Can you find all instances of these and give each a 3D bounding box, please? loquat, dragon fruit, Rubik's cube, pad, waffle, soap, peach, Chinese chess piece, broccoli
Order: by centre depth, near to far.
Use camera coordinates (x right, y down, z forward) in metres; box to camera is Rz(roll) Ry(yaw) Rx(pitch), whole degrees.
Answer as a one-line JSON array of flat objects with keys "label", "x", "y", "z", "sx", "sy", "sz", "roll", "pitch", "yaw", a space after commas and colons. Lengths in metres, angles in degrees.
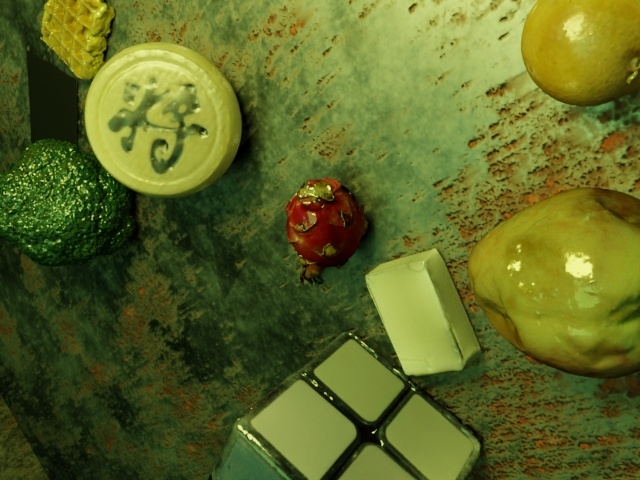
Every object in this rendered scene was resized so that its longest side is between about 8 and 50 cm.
[{"label": "loquat", "x": 0.282, "y": -0.208, "z": 0.552, "sx": 0.141, "sy": 0.141, "sz": 0.141, "roll": 15, "pitch": 118, "yaw": 31}, {"label": "peach", "x": 0.287, "y": 0.039, "z": 0.626, "sx": 0.235, "sy": 0.214, "sz": 0.215, "roll": 23, "pitch": 123, "yaw": 48}, {"label": "soap", "x": 0.158, "y": 0.116, "z": 0.831, "sx": 0.121, "sy": 0.063, "sz": 0.183, "roll": -19, "pitch": 97, "yaw": 41}, {"label": "dragon fruit", "x": 0.000, "y": 0.000, "z": 0.873, "sx": 0.125, "sy": 0.125, "sz": 0.246, "roll": 27, "pitch": 139, "yaw": 10}, {"label": "Rubik's cube", "x": 0.024, "y": 0.404, "z": 0.891, "sx": 0.316, "sy": 0.313, "sz": 0.319, "roll": 37, "pitch": 126, "yaw": 19}, {"label": "Chinese chess piece", "x": -0.262, "y": -0.200, "z": 0.907, "sx": 0.257, "sy": 0.104, "sz": 0.258, "roll": 0, "pitch": 104, "yaw": -1}, {"label": "waffle", "x": -0.487, "y": -0.455, "z": 1.076, "sx": 0.160, "sy": 0.055, "sz": 0.211, "roll": 45, "pitch": 128, "yaw": 13}, {"label": "broccoli", "x": -0.571, "y": -0.083, "z": 1.183, "sx": 0.297, "sy": 0.297, "sz": 0.298, "roll": 28, "pitch": 127, "yaw": 51}, {"label": "pad", "x": -0.656, "y": -0.284, "z": 1.311, "sx": 0.202, "sy": 0.005, "sz": 0.300, "roll": 32, "pitch": 125, "yaw": 23}]

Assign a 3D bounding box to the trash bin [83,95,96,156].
[{"label": "trash bin", "x": -0.358, "y": -0.225, "z": 1.052, "sx": 0.236, "sy": 0.101, "sz": 0.177, "roll": -6, "pitch": 104, "yaw": 36}]
